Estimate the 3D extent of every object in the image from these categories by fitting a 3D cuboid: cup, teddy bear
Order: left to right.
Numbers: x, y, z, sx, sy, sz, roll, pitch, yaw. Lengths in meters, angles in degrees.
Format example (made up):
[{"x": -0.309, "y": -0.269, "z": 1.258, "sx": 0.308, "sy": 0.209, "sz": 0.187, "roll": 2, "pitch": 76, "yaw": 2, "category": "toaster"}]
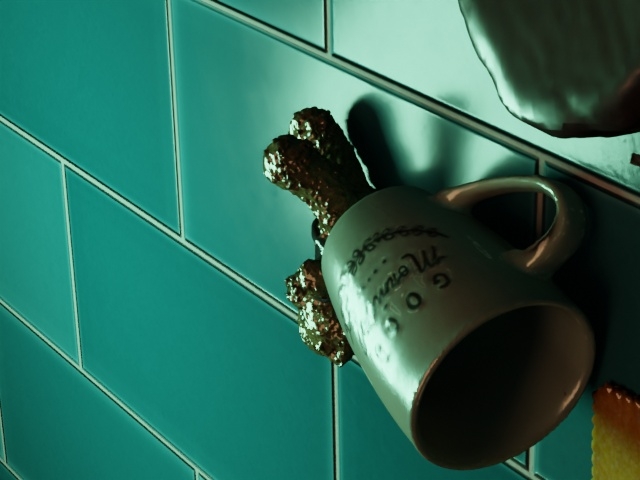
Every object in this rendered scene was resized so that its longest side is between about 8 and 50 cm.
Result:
[{"x": 0.019, "y": -0.002, "z": 1.786, "sx": 0.129, "sy": 0.182, "sz": 0.251, "roll": 0, "pitch": 107, "yaw": 21, "category": "teddy bear"}, {"x": 0.130, "y": 0.035, "z": 1.598, "sx": 0.258, "sy": 0.186, "sz": 0.234, "roll": -55, "pitch": 43, "yaw": 18, "category": "cup"}]

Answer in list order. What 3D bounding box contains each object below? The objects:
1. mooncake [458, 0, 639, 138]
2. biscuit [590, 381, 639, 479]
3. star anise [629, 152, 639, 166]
[{"x": 0.228, "y": -0.213, "z": 1.311, "sx": 0.283, "sy": 0.141, "sz": 0.283, "roll": 14, "pitch": 107, "yaw": 55, "category": "mooncake"}, {"x": 0.312, "y": 0.262, "z": 1.538, "sx": 0.232, "sy": 0.013, "sz": 0.237, "roll": 28, "pitch": 129, "yaw": 50, "category": "biscuit"}, {"x": 0.286, "y": -0.047, "z": 1.322, "sx": 0.124, "sy": 0.129, "sz": 0.056, "roll": 147, "pitch": 135, "yaw": -61, "category": "star anise"}]
